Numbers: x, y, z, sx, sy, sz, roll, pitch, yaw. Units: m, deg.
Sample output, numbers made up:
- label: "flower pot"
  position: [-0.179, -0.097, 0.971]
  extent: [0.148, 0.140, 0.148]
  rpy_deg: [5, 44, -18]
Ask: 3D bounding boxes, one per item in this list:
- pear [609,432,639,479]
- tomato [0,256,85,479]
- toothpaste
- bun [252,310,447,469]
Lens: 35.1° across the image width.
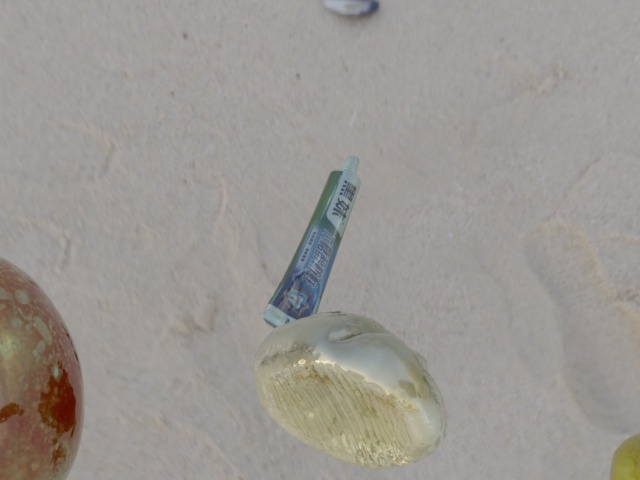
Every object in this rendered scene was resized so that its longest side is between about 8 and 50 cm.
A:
- label: "pear"
  position: [0.601, 0.421, 1.761]
  extent: [0.200, 0.200, 0.200]
  rpy_deg: [0, 67, 1]
- label: "tomato"
  position: [-0.327, 0.127, 0.767]
  extent: [0.270, 0.222, 0.270]
  rpy_deg: [-1, 87, 23]
- label: "toothpaste"
  position: [0.000, 0.000, 1.860]
  extent: [0.098, 0.061, 0.392]
  rpy_deg: [31, 60, -18]
- label: "bun"
  position: [0.035, 0.123, 0.907]
  extent: [0.183, 0.183, 0.102]
  rpy_deg: [20, 54, 9]
